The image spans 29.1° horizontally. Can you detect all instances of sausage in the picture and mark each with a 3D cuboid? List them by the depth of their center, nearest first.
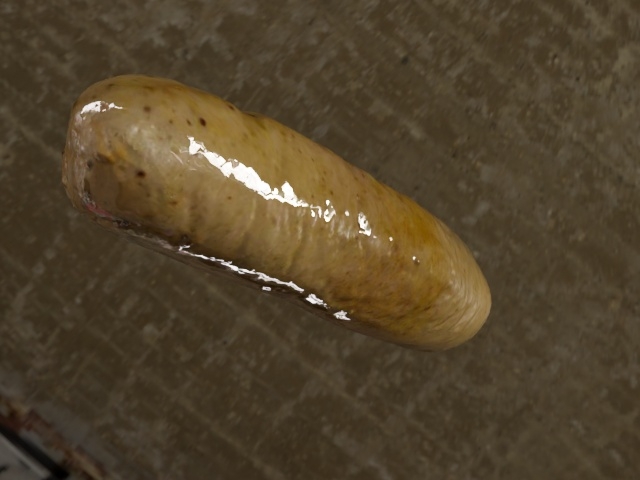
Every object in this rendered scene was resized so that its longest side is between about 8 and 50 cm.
[{"bbox_3d":[0.003,0.000,0.970,0.136,0.501,0.123,-5,-109,39],"label":"sausage"}]
